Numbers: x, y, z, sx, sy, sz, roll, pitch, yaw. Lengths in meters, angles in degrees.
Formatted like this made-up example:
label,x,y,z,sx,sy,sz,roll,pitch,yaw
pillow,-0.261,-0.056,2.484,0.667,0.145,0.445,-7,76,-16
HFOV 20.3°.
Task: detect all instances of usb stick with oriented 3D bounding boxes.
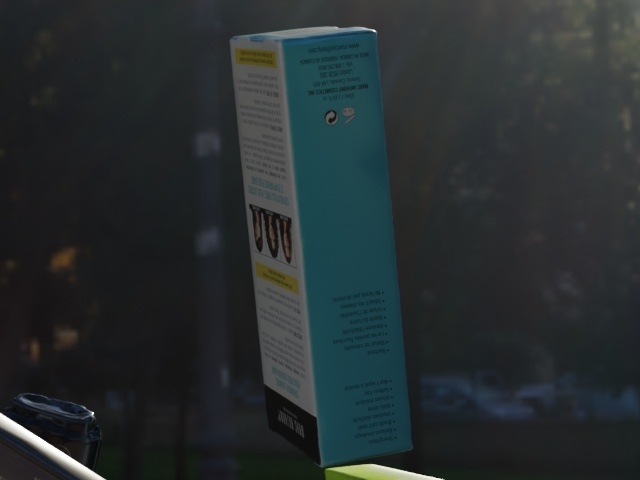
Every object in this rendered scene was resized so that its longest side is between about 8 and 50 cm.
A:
label,x,y,z,sx,sy,sz,roll,pitch,yaw
usb stick,-0.209,0.242,1.247,0.077,0.278,0.045,15,16,9

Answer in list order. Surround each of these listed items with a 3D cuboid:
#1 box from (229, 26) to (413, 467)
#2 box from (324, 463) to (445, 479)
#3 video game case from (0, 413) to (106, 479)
label,x,y,z,sx,sy,sz,roll,pitch,yaw
box,0.000,0.000,1.045,0.060,0.244,0.100,-9,10,-18
box,0.054,0.200,1.106,0.042,0.109,0.178,-5,0,-21
video game case,-0.193,0.212,0.848,0.196,0.274,0.026,34,13,-8
